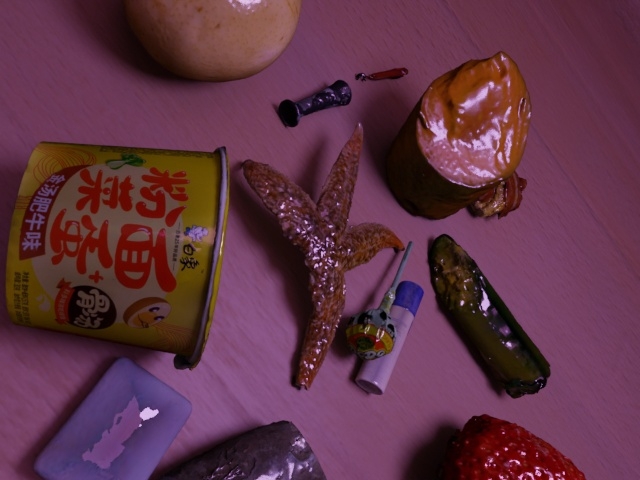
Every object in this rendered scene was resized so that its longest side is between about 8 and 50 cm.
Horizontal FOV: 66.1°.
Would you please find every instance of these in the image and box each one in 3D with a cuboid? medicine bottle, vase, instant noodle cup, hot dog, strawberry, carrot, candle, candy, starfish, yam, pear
[{"bbox_3d":[0.139,0.184,0.963,0.059,0.059,0.231,40,58,-14],"label":"medicine bottle"},{"bbox_3d":[-0.009,-0.288,1.031,0.167,0.059,0.059,-32,92,-35],"label":"vase"},{"bbox_3d":[-0.259,0.008,0.652,0.221,0.311,0.312,8,70,-19],"label":"instant noodle cup"},{"bbox_3d":[0.449,-0.133,1.237,0.213,0.103,0.146,-19,84,-36],"label":"hot dog"},{"bbox_3d":[0.344,0.453,0.870,0.276,0.257,0.257,15,57,20],"label":"strawberry"},{"bbox_3d":[0.284,-0.195,1.043,0.241,0.341,0.242,5,69,-13],"label":"carrot"},{"bbox_3d":[0.153,-0.401,1.192,0.167,0.021,0.026,-21,85,-35],"label":"candle"},{"bbox_3d":[-0.273,0.264,0.670,0.138,0.071,0.174,41,57,-14],"label":"candy"},{"bbox_3d":[0.005,-0.004,0.914,0.383,0.132,0.398,-38,99,-39],"label":"starfish"},{"bbox_3d":[-0.112,0.358,0.699,0.254,0.154,0.154,-16,83,-33],"label":"yam"},{"bbox_3d":[0.131,0.101,0.961,0.091,0.083,0.305,17,47,14],"label":"candy"},{"bbox_3d":[-0.184,-0.413,0.831,0.309,0.309,0.309,11,69,-29],"label":"pear"}]

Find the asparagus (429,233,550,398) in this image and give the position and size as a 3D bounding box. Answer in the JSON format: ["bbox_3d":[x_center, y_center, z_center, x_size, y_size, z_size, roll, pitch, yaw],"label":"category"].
[{"bbox_3d":[0.354,0.163,1.079,0.128,0.108,0.382,-38,93,-34],"label":"asparagus"}]
